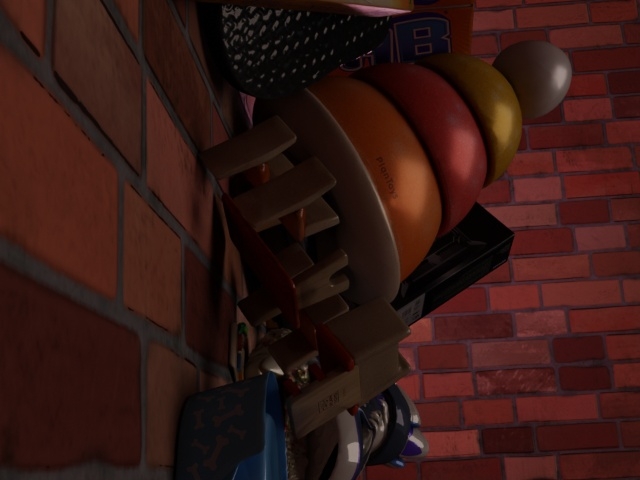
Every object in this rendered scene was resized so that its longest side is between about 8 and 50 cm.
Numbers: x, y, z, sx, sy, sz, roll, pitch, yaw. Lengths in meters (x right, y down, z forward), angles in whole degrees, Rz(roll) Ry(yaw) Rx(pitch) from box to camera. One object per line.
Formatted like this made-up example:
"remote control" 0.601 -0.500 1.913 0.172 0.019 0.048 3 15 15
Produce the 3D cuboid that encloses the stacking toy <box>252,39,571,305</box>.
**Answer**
"stacking toy" 0.173 -0.150 1.265 0.350 0.480 0.350 55 -17 26

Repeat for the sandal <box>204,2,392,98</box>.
"sandal" -0.035 -0.280 1.097 0.446 0.107 0.167 -31 134 -59

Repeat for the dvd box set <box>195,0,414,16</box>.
"dvd box set" -0.016 -0.400 0.918 0.420 0.062 0.307 -24 110 -60

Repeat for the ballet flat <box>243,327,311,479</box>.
"ballet flat" -0.057 0.188 1.013 0.077 0.091 0.241 43 28 -40

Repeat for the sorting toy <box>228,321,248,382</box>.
"sorting toy" -0.092 0.121 0.992 0.062 0.012 0.083 82 5 -53

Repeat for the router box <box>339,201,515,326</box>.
"router box" 0.139 0.009 1.508 0.243 0.309 0.081 45 -28 30

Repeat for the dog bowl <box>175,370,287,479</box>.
"dog bowl" -0.070 0.249 0.692 0.166 0.074 0.297 82 6 -56

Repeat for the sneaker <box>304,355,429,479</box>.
"sneaker" 0.064 0.244 1.123 0.130 0.236 0.323 -64 -160 7

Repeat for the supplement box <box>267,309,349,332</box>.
"supplement box" -0.008 0.224 1.385 0.191 0.129 0.194 74 13 -75

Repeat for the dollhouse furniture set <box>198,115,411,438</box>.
"dollhouse furniture set" -0.034 0.054 0.884 0.259 0.135 0.262 50 -20 35

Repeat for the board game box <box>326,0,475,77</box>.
"board game box" 0.066 -0.499 1.497 0.356 0.356 0.356 82 5 -52

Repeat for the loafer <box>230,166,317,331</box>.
"loafer" -0.056 0.017 1.143 0.302 0.095 0.109 88 10 -48
